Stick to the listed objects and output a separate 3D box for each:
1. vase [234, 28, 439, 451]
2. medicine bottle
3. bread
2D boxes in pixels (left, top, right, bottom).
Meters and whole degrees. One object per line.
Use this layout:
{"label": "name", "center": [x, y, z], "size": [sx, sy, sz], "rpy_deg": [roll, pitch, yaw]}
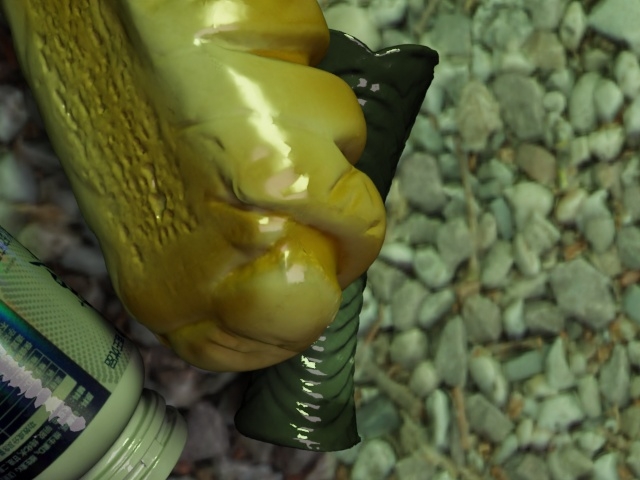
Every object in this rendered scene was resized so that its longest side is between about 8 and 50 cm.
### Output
{"label": "vase", "center": [0.000, 0.000, 0.689], "size": [0.116, 0.115, 0.237], "rpy_deg": [7, 96, -22]}
{"label": "medicine bottle", "center": [-0.166, 0.067, 0.620], "size": [0.191, 0.107, 0.107], "rpy_deg": [44, 78, -18]}
{"label": "bread", "center": [-0.069, -0.086, 0.594], "size": [0.121, 0.173, 0.311], "rpy_deg": [-18, 83, -45]}
